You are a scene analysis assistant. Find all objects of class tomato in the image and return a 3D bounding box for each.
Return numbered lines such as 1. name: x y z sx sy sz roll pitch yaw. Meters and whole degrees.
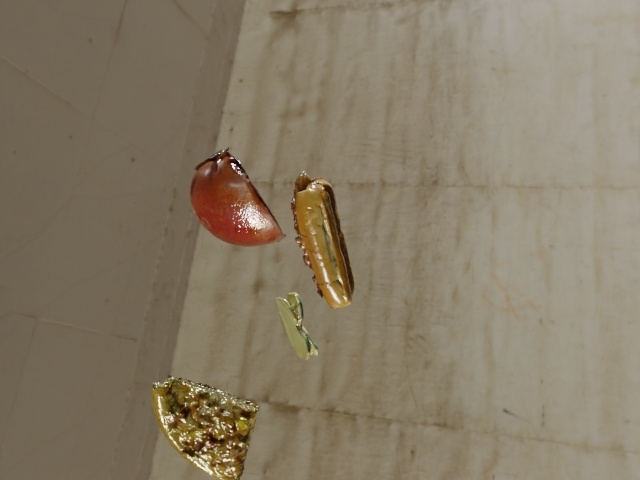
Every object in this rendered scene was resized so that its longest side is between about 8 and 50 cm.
1. tomato: -0.237 -0.086 1.432 0.309 0.170 0.309 56 175 7

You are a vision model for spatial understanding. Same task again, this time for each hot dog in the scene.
1. hot dog: 0.000 0.000 0.931 0.102 0.076 0.249 -60 -42 -64

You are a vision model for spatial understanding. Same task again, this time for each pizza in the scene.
1. pizza: -0.297 0.472 1.341 0.087 0.257 0.269 -63 -11 -60

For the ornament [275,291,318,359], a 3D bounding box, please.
1. ornament: -0.083 0.256 1.657 0.180 0.059 0.201 -7 103 64
